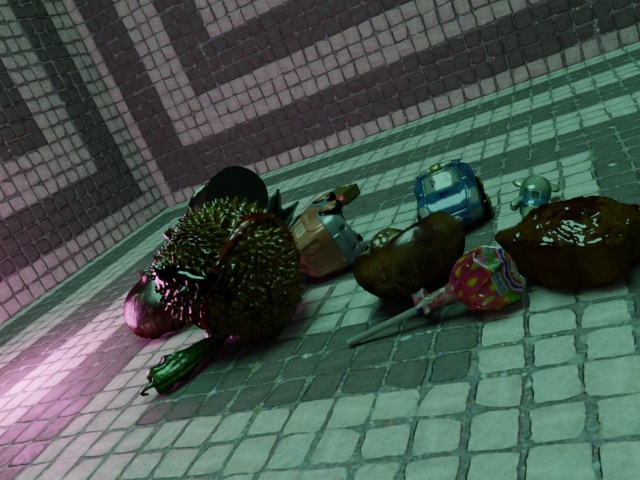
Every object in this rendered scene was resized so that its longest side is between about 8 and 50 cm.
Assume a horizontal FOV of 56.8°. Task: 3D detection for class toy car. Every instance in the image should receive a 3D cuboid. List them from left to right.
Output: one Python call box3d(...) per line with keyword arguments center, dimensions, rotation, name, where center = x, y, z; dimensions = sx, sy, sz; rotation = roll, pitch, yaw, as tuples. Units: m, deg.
box3d(center=(0.000, 0.000, 1.669), dimensions=(0.212, 0.181, 0.270), rotation=(-33, 17, 3), name="toy car")
box3d(center=(0.343, -0.129, 1.607), dimensions=(0.198, 0.166, 0.314), rotation=(-23, 17, 17), name="toy car")

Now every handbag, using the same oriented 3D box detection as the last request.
box3d(center=(-0.158, -0.025, 1.827), dimensions=(0.239, 0.089, 0.326), rotation=(-64, 8, -5), name="handbag")

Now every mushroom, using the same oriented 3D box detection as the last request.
box3d(center=(0.192, 0.037, 1.264), dimensions=(0.253, 0.154, 0.253), rotation=(-23, -8, -3), name="mushroom")

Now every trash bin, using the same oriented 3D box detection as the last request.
box3d(center=(-0.276, -0.089, 1.735), dimensions=(0.214, 0.214, 0.334), rotation=(-31, -1, -23), name="trash bin")

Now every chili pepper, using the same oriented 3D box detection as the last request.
box3d(center=(-0.318, 0.281, 1.412), dimensions=(0.100, 0.074, 0.257), rotation=(-9, 17, 48), name="chili pepper")

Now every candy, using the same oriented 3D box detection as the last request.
box3d(center=(0.208, 0.128, 1.145), dimensions=(0.365, 0.124, 0.124), rotation=(-30, 14, 20), name="candy")

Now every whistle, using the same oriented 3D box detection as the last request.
box3d(center=(0.507, -0.085, 1.405), dimensions=(0.113, 0.077, 0.236), rotation=(12, 35, 15), name="whistle")

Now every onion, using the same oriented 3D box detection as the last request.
box3d(center=(-0.465, 0.153, 1.759), dimensions=(0.271, 0.195, 0.272), rotation=(-11, 32, 7), name="onion")

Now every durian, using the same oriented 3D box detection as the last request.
box3d(center=(-0.215, 0.068, 1.420), dimensions=(0.348, 0.384, 0.348), rotation=(-54, -12, -18), name="durian")

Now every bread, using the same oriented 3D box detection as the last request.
box3d(center=(0.474, -0.007, 1.095), dimensions=(0.232, 0.135, 0.246), rotation=(-31, 18, -24), name="bread")

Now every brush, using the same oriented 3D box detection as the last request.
box3d(center=(0.048, -0.142, 2.234), dimensions=(0.103, 0.047, 0.233), rotation=(-9, 23, 41), name="brush")
